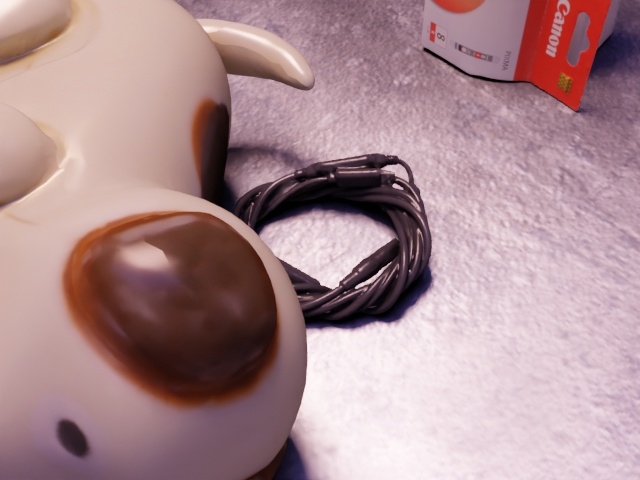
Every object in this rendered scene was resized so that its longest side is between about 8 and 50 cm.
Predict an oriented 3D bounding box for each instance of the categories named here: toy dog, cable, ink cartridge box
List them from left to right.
[{"bbox_3d":[-0.156,0.003,0.510,0.395,0.284,0.408,-10,48,-23],"label":"toy dog"},{"bbox_3d":[0.000,0.000,0.616,0.184,0.047,0.150,-8,61,7],"label":"cable"},{"bbox_3d":[0.173,-0.210,0.677,0.045,0.145,0.179,-32,56,-21],"label":"ink cartridge box"}]

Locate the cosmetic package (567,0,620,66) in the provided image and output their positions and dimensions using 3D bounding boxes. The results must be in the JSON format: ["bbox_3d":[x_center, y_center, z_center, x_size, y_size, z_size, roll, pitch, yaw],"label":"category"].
[{"bbox_3d":[0.224,-0.284,0.670,0.117,0.231,0.085,33,65,26],"label":"cosmetic package"}]
